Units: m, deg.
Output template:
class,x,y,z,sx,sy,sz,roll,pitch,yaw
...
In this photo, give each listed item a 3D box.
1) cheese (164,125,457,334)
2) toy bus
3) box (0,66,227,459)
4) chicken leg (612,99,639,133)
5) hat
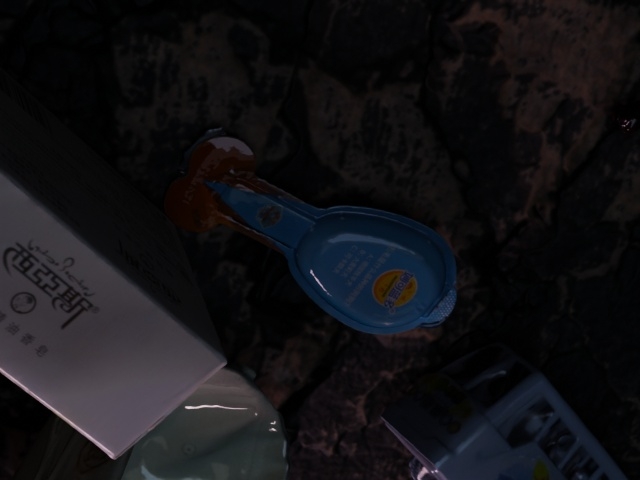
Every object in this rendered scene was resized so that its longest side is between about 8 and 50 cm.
class,x,y,z,sx,sy,sz,roll,pitch,yaw
cheese,0.000,0.000,1.199,0.256,0.037,0.106,29,113,-22
toy bus,0.191,0.225,1.352,0.136,0.109,0.329,-43,123,-3
box,-0.196,-0.010,1.034,0.111,0.194,0.260,-39,121,7
chicken leg,0.330,-0.122,1.235,0.205,0.053,0.093,2,132,-15
hat,-0.183,0.191,1.205,0.301,0.168,0.258,-14,144,17
